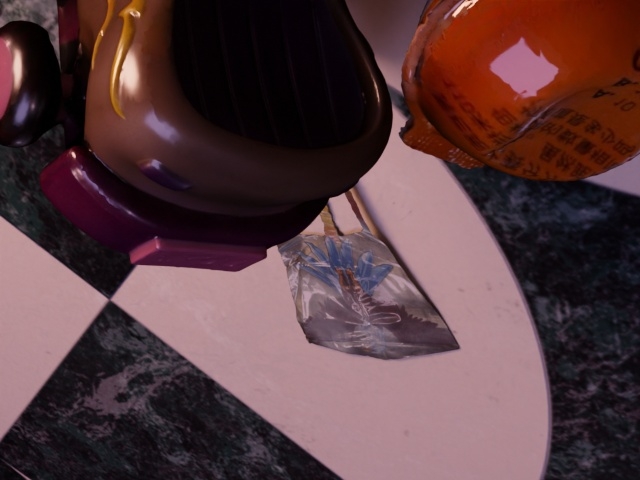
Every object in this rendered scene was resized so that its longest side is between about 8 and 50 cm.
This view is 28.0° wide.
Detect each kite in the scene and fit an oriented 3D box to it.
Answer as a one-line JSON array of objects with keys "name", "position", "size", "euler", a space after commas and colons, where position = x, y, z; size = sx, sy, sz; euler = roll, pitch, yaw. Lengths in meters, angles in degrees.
[{"name": "kite", "position": [-0.001, 0.001, 1.171], "size": [0.169, 0.015, 0.310], "euler": [-4, 128, 38]}]

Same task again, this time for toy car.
[{"name": "toy car", "position": [-0.052, -0.165, 0.809], "size": [0.271, 0.340, 0.240], "euler": [4, 163, -38]}]

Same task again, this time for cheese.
[{"name": "cheese", "position": [0.182, -0.145, 0.807], "size": [0.217, 0.129, 0.329], "euler": [15, 138, -37]}]
